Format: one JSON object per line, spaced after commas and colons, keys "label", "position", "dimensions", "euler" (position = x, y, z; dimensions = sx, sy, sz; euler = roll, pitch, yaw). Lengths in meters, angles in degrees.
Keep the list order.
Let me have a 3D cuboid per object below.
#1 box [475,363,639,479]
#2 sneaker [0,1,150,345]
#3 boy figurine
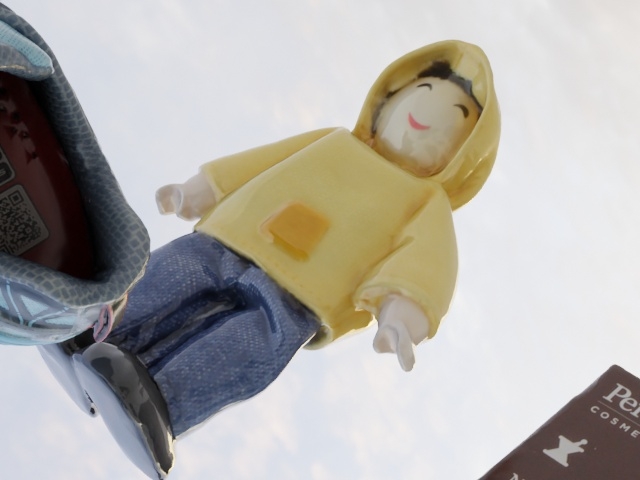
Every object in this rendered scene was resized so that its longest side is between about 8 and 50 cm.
{"label": "box", "position": [0.160, 0.215, 0.629], "dimensions": [0.203, 0.168, 0.167], "euler": [-33, -44, -28]}
{"label": "sneaker", "position": [-0.142, -0.076, 0.412], "dimensions": [0.104, 0.125, 0.262], "euler": [-43, -69, -26]}
{"label": "boy figurine", "position": [0.000, 0.000, 0.580], "dimensions": [0.285, 0.177, 0.092], "euler": [-36, -39, -21]}
